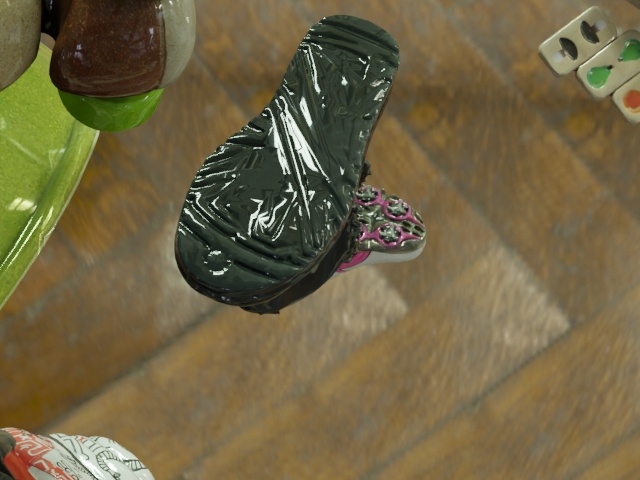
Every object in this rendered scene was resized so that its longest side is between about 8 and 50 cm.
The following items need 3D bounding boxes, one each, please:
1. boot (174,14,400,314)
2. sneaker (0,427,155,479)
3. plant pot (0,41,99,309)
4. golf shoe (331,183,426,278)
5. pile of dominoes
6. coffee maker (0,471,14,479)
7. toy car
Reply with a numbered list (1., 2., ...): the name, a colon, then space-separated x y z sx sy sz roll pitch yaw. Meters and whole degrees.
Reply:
1. boot: -0.028 -0.006 1.201 0.094 0.207 0.246 23 53 6
2. sneaker: -0.145 0.225 1.262 0.270 0.145 0.090 43 112 37
3. plant pot: -0.371 -0.073 0.982 0.353 0.366 0.366 43 71 -23
4. golf shoe: 0.000 0.000 1.454 0.186 0.086 0.067 4 47 21
5. pile of dominoes: 0.304 -0.145 1.297 0.251 0.040 0.196 34 78 -6
6. coffee maker: -0.187 0.172 0.748 0.171 0.178 0.120 16 107 19
7. toy car: -0.159 -0.118 0.787 0.188 0.155 0.149 -16 71 -21
